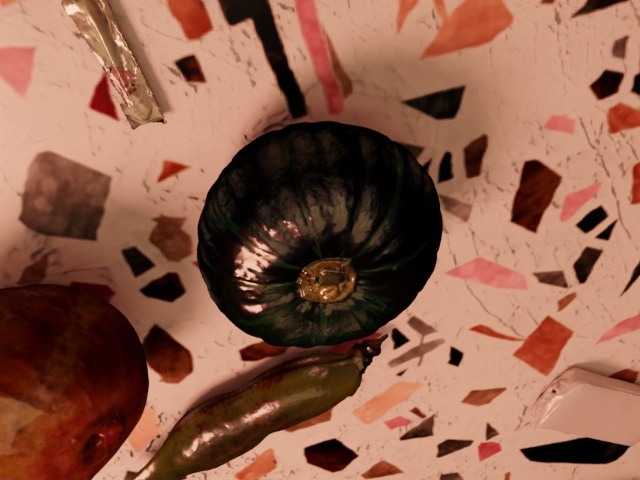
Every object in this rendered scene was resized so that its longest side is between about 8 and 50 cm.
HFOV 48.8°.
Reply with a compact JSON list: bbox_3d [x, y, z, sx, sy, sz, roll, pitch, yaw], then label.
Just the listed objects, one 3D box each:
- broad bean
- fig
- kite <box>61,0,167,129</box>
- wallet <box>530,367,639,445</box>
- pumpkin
[{"bbox_3d":[-0.077,0.184,0.738,0.339,0.061,0.077,-29,139,10],"label":"broad bean"},{"bbox_3d":[-0.247,0.122,0.590,0.205,0.205,0.205,-6,128,-8],"label":"fig"},{"bbox_3d":[-0.188,-0.221,0.435,0.406,0.014,0.368,-20,129,2],"label":"kite"},{"bbox_3d":[0.348,0.208,0.870,0.190,0.033,0.095,19,119,-25],"label":"wallet"},{"bbox_3d":[0.000,0.000,0.566,0.202,0.140,0.202,-7,125,-9],"label":"pumpkin"}]
